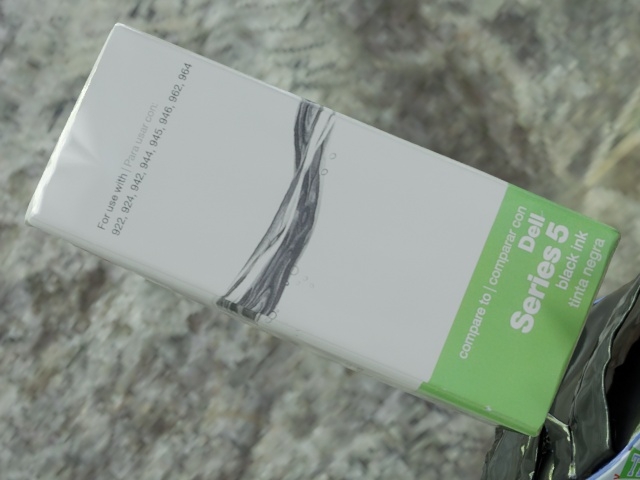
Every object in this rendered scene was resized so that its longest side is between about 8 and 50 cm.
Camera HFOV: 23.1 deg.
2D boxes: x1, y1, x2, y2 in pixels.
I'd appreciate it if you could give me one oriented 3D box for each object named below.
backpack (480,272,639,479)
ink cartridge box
[{"bbox_3d":[0.249,0.140,1.160,0.213,0.276,0.263,45,-130,0],"label":"backpack"},{"bbox_3d":[0.000,0.000,0.845,0.273,0.198,0.114,23,-94,1],"label":"ink cartridge box"}]
